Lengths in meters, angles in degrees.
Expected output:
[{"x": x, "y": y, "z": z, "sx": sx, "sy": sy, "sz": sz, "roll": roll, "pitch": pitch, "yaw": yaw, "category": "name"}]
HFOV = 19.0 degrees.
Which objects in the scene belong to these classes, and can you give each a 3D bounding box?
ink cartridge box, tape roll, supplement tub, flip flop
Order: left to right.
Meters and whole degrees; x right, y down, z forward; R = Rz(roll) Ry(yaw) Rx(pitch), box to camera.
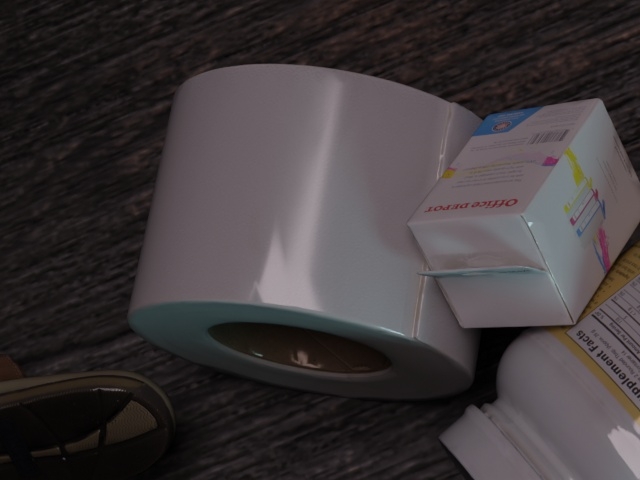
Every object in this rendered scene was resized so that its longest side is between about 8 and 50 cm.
[{"x": -0.234, "y": 0.125, "z": 1.422, "sx": 0.277, "sy": 0.112, "sz": 0.080, "roll": -6, "pitch": 34, "yaw": 18, "category": "flip flop"}, {"x": 0.000, "y": 0.000, "z": 1.334, "sx": 0.246, "sy": 0.246, "sz": 0.169, "roll": 6, "pitch": 72, "yaw": 13, "category": "tape roll"}, {"x": 0.131, "y": -0.011, "z": 1.226, "sx": 0.092, "sy": 0.090, "sz": 0.143, "roll": -5, "pitch": 35, "yaw": 41, "category": "ink cartridge box"}, {"x": 0.267, "y": 0.105, "z": 1.246, "sx": 0.331, "sy": 0.241, "sz": 0.241, "roll": -39, "pitch": 69, "yaw": -2, "category": "supplement tub"}]
